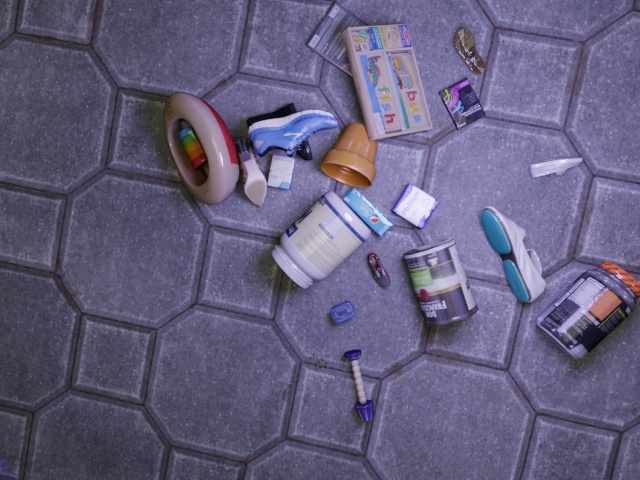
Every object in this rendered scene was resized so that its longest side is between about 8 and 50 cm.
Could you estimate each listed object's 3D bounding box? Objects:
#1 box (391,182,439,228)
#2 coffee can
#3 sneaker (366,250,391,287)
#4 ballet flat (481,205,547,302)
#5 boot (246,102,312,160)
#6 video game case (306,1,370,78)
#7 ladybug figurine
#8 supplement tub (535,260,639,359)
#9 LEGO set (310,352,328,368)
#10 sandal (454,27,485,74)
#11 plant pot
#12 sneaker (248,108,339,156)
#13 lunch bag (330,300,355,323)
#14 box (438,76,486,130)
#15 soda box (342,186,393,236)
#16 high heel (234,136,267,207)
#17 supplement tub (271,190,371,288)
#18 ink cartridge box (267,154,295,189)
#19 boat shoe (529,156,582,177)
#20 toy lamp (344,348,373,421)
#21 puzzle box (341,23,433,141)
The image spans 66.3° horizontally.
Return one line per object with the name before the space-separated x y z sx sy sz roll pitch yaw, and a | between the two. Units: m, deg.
box | 0.360 -0.130 1.870 0.137 0.072 0.126 31 95 3
coffee can | 0.442 0.152 1.816 0.201 0.201 0.275 -19 91 6
sneaker | 0.224 0.118 1.900 0.061 0.065 0.158 -31 90 6
ballet flat | 0.730 0.036 1.834 0.139 0.139 0.400 -25 95 6
boot | -0.159 -0.389 1.886 0.207 0.094 0.246 -22 85 2
video game case | 0.112 -0.752 1.878 0.274 0.026 0.196 36 96 1
ladybug figurine | -0.440 -0.356 1.849 0.305 0.162 0.449 -21 92 46
supplement tub | 0.971 0.250 1.773 0.207 0.207 0.338 45 96 1
LEGO set | -0.001 0.485 1.967 0.054 0.023 0.083 -39 76 4
sandal | 0.556 -0.703 1.835 0.072 0.049 0.180 -32 105 12
plant pot | 0.127 -0.325 1.827 0.205 0.205 0.188 20 80 3
sneaker | -0.089 -0.379 1.782 0.330 0.130 0.147 -13 89 6
lunch bag | 0.092 0.282 1.921 0.098 0.065 0.067 -26 91 6
box | 0.537 -0.516 1.853 0.116 0.029 0.162 -28 92 6
soda box | 0.182 -0.110 1.886 0.210 0.071 0.067 45 96 1
high heel | -0.273 -0.274 1.928 0.093 0.186 0.261 -16 126 -5
supplement tub | 0.000 0.000 1.827 0.325 0.235 0.235 -43 89 6
ink cartridge box | -0.151 -0.267 1.916 0.088 0.052 0.122 12 96 4
boat shoe | 0.878 -0.271 1.824 0.184 0.066 0.063 -11 106 3
toy lamp | 0.156 0.572 1.929 0.080 0.080 0.275 -10 92 5
puzzle box | 0.252 -0.581 1.796 0.272 0.052 0.409 -16 92 -27
